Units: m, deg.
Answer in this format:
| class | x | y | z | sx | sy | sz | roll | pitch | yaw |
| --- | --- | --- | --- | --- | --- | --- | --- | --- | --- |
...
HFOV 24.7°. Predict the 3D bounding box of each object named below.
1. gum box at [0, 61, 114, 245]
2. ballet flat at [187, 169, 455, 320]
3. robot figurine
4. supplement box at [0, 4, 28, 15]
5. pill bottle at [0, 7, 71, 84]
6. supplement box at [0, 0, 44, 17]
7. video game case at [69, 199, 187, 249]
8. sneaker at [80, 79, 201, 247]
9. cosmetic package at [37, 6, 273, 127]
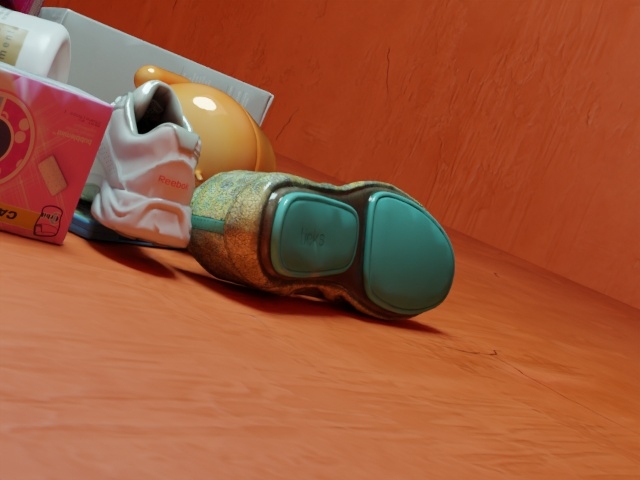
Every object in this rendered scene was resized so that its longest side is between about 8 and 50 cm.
| class | x | y | z | sx | sy | sz | roll | pitch | yaw |
| --- | --- | --- | --- | --- | --- | --- | --- | --- | --- |
| gum box | -0.240 | -0.072 | 1.000 | 0.188 | 0.107 | 0.062 | 16 | 7 | -42 |
| ballet flat | 0.000 | 0.000 | 1.259 | 0.123 | 0.123 | 0.348 | 25 | 6 | 30 |
| robot figurine | -0.111 | -0.072 | 1.314 | 0.128 | 0.158 | 0.219 | 9 | -5 | 8 |
| supplement box | -0.361 | -0.196 | 1.639 | 0.194 | 0.129 | 0.191 | 21 | 5 | -8 |
| pill bottle | -0.318 | -0.130 | 1.116 | 0.229 | 0.131 | 0.131 | 15 | 6 | -2 |
| supplement box | -0.395 | -0.339 | 1.773 | 0.111 | 0.114 | 0.220 | 23 | -8 | -3 |
| video game case | -0.193 | -0.024 | 1.207 | 0.119 | 0.015 | 0.166 | 23 | 5 | 22 |
| sneaker | -0.151 | -0.075 | 1.163 | 0.090 | 0.115 | 0.232 | 18 | 7 | -37 |
| cosmetic package | -0.188 | -0.154 | 1.519 | 0.238 | 0.107 | 0.127 | 24 | -1 | -27 |
